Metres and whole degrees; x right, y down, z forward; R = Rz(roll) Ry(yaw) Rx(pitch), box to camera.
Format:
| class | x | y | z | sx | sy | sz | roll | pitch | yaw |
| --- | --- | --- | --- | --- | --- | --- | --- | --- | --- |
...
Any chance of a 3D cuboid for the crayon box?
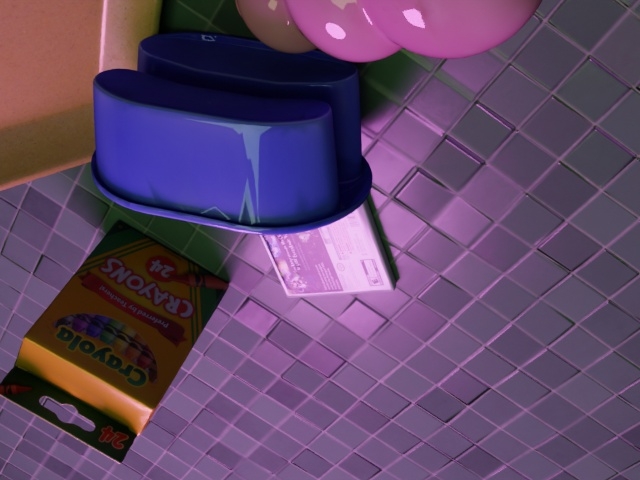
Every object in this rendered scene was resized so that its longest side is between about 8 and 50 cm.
| class | x | y | z | sx | sy | sz | roll | pitch | yaw |
| --- | --- | --- | --- | --- | --- | --- | --- | --- | --- |
| crayon box | -0.285 | 0.134 | 1.237 | 0.202 | 0.318 | 0.081 | 30 | 132 | -4 |

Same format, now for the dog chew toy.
| class | x | y | z | sx | sy | sz | roll | pitch | yaw |
| --- | --- | --- | --- | --- | --- | --- | --- | --- | --- |
| dog chew toy | 0.055 | -0.271 | 0.862 | 0.331 | 0.206 | 0.207 | -4 | 126 | 35 |

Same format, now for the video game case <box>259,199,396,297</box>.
| class | x | y | z | sx | sy | sz | roll | pitch | yaw |
| --- | --- | --- | --- | --- | --- | --- | --- | --- | --- |
| video game case | 0.000 | 0.000 | 1.215 | 0.173 | 0.022 | 0.190 | -5 | 126 | 25 |

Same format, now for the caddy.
| class | x | y | z | sx | sy | sz | roll | pitch | yaw |
| --- | --- | --- | --- | --- | --- | --- | --- | --- | --- |
| caddy | -0.106 | -0.115 | 1.017 | 0.341 | 0.241 | 0.179 | 11 | 126 | 13 |

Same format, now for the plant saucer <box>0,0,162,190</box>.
| class | x | y | z | sx | sy | sz | roll | pitch | yaw |
| --- | --- | --- | --- | --- | --- | --- | --- | --- | --- |
| plant saucer | -0.357 | -0.204 | 1.016 | 0.081 | 0.332 | 0.333 | 51 | 145 | 23 |
